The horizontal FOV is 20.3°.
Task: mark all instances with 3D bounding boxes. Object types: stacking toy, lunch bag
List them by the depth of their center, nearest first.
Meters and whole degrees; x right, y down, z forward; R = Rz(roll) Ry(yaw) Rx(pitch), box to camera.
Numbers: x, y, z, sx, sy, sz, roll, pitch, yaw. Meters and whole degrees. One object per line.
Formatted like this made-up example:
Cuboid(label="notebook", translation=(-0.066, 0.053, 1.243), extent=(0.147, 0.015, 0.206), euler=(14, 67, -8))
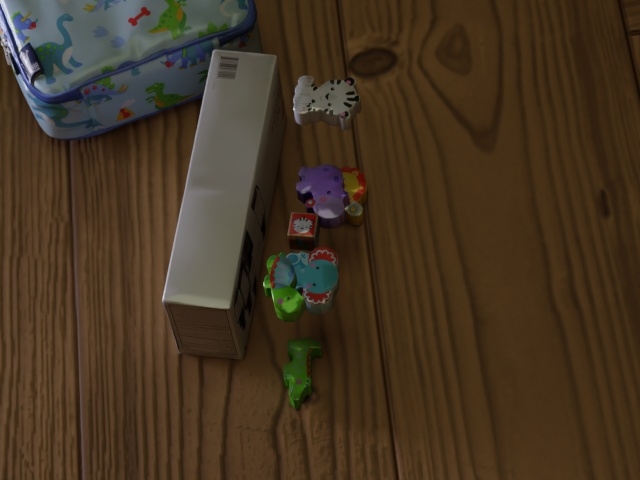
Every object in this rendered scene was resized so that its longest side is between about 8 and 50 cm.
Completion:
Cuboid(label="stacking toy", translation=(0.000, 0.000, 1.407), extent=(0.052, 0.167, 0.221), euler=(5, 61, 8))
Cuboid(label="lunch bag", translation=(-0.174, -0.197, 1.578), extent=(0.219, 0.090, 0.176), euler=(-20, 59, -7))

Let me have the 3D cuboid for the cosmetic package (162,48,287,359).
Cuboid(label="cosmetic package", translation=(-0.075, -0.031, 1.472), extent=(0.060, 0.099, 0.239), euler=(6, 63, 6))
